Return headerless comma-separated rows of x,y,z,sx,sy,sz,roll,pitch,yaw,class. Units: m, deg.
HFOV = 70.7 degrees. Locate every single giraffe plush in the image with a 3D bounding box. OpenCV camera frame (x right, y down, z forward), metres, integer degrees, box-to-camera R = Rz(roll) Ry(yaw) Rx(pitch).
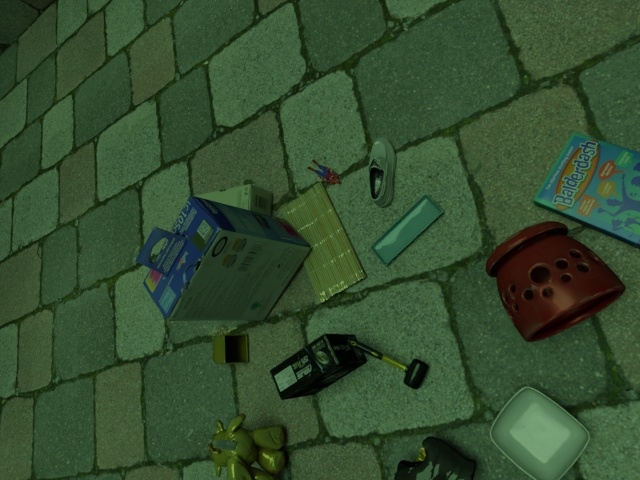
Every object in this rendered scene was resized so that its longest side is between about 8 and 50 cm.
-0.215,0.546,1.162,0.170,0.210,0.181,-27,31,50,giraffe plush

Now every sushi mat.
0.000,0.000,1.223,0.151,0.019,0.316,-35,63,23,sushi mat

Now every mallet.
0.145,0.279,1.031,0.190,0.039,0.062,16,89,16,mallet

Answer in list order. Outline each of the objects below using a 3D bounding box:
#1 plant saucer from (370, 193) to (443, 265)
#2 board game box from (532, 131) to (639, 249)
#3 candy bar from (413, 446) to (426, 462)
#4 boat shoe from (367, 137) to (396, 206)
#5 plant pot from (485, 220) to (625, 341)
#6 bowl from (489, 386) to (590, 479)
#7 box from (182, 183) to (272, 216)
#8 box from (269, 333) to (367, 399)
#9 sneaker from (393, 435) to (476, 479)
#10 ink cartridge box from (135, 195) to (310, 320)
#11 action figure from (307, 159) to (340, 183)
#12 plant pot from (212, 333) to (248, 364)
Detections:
0.208,-0.024,1.098,0.192,0.018,0.067,-45,60,15,plant saucer
0.555,-0.100,0.877,0.210,0.047,0.160,32,97,34,board game box
0.196,0.525,0.984,0.040,0.018,0.161,36,99,31,candy bar
0.147,-0.179,1.142,0.066,0.063,0.184,1,80,32,boat shoe
0.421,0.070,0.841,0.191,0.191,0.174,-36,60,21,plant pot
0.414,0.366,0.860,0.142,0.053,0.142,39,100,31,bowl
-0.286,-0.095,1.370,0.275,0.113,0.094,-5,76,30,box
-0.004,0.302,1.082,0.180,0.147,0.077,-37,62,19,box
0.193,0.533,0.929,0.130,0.109,0.286,36,90,25,sneaker
-0.246,0.056,1.129,0.151,0.395,0.270,42,107,31,ink cartridge box
0.012,-0.186,1.252,0.115,0.030,0.038,36,94,31,action figure
-0.265,0.313,1.288,0.083,0.081,0.081,-18,70,39,plant pot
